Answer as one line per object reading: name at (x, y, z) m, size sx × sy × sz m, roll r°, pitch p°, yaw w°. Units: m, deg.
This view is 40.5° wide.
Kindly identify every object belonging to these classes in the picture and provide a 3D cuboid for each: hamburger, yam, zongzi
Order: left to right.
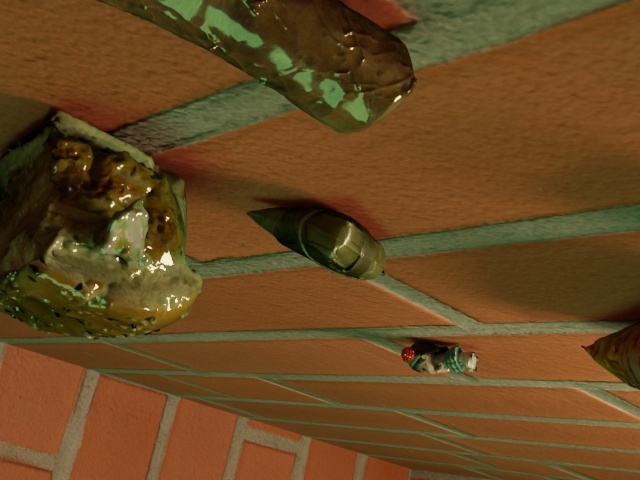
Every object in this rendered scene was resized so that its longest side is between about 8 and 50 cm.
hamburger at (-0.217, 0.002, 0.817) m, size 0.192 × 0.168 × 0.288 m, roll 25°, pitch 158°, yaw -27°
yam at (-0.106, -0.149, 0.447) m, size 0.356 × 0.081 × 0.081 m, roll 24°, pitch 159°, yaw -26°
zongzi at (0.000, 0.000, 0.867) m, size 0.119 × 0.055 × 0.109 m, roll 14°, pitch 168°, yaw 34°

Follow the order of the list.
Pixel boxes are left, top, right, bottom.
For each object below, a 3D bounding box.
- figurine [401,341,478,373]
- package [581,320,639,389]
figurine at (0.174, 0.173, 1.267) m, size 0.106 × 0.047 × 0.060 m, roll -1°, pitch 167°, yaw 29°
package at (0.407, 0.125, 0.877) m, size 0.223 × 0.108 × 0.288 m, roll 13°, pitch 165°, yaw 5°
